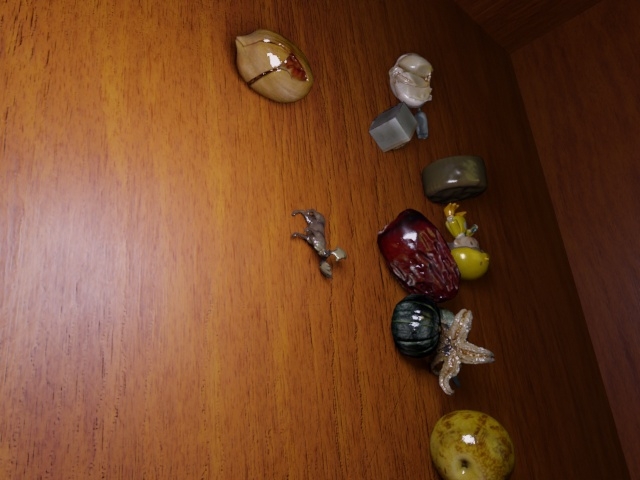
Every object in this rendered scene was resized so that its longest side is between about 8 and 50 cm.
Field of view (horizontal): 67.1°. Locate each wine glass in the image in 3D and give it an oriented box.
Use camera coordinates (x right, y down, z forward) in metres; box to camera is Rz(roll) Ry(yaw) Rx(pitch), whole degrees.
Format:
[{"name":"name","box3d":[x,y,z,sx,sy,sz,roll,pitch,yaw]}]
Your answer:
[{"name":"wine glass","box3d":[0.482,-0.612,2.350,0.074,0.074,0.261,14,64,-43]}]

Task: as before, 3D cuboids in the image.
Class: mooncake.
[{"name":"mooncake","box3d":[0.598,-0.264,2.150,0.285,0.285,0.155,8,73,-45]}]

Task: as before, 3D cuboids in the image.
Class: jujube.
[{"name":"jujube","box3d":[0.359,0.062,1.780,0.258,0.259,0.376,-41,109,-48]}]

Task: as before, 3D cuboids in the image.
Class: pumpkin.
[{"name":"pumpkin","box3d":[0.336,0.295,1.677,0.221,0.162,0.220,-20,112,-62]}]

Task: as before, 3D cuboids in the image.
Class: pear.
[{"name":"pear","box3d":[0.501,0.695,1.605,0.281,0.281,0.280,22,57,-39]}]

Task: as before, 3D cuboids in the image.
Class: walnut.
[{"name":"walnut","box3d":[-0.156,-0.560,1.556,0.298,0.203,0.202,24,56,-37]}]

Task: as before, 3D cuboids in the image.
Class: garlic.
[{"name":"garlic","box3d":[0.409,-0.748,2.263,0.203,0.185,0.280,12,83,-15]}]

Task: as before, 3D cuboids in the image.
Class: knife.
[{"name":"knife","box3d":[0.475,0.437,1.890,0.312,0.019,0.044,61,33,-5]}]

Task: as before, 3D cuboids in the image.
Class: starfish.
[{"name":"starfish","box3d":[0.463,0.393,1.700,0.113,0.303,0.311,19,46,-20]}]

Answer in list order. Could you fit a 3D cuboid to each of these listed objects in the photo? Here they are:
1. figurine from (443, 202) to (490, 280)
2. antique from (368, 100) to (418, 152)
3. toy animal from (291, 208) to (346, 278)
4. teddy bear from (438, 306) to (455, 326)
[{"name":"figurine","box3d":[0.632,0.014,2.135,0.215,0.187,0.343,16,55,-32]},{"name":"antique","box3d":[0.314,-0.475,2.045,0.148,0.147,0.151,50,44,-21]},{"name":"toy animal","box3d":[0.000,0.000,1.530,0.186,0.094,0.214,36,40,-41]},{"name":"teddy bear","box3d":[0.520,0.350,1.898,0.133,0.111,0.212,17,59,-61]}]
